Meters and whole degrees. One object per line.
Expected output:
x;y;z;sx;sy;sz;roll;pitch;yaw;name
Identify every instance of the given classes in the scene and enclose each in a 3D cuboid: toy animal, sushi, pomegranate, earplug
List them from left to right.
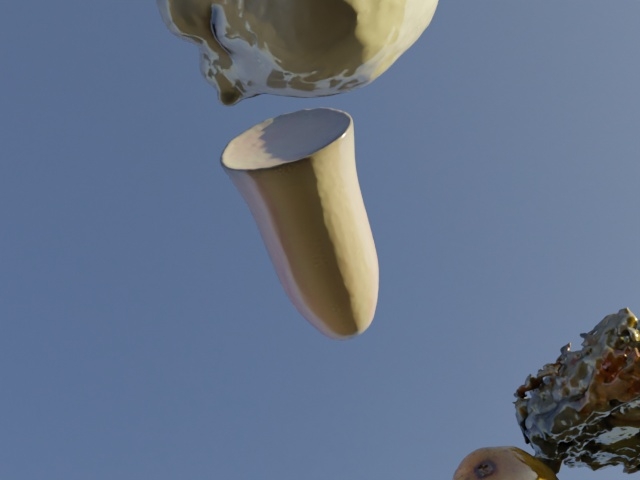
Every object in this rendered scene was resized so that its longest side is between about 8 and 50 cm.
-0.039;-0.209;0.686;0.206;0.265;0.272;-49;-36;17;toy animal
0.000;0.000;1.349;0.172;0.172;0.301;-21;-64;-4;earplug
0.280;0.403;1.540;0.196;0.196;0.196;-6;-63;-12;pomegranate
0.508;0.266;1.674;0.418;0.175;0.417;-2;-33;-1;sushi
